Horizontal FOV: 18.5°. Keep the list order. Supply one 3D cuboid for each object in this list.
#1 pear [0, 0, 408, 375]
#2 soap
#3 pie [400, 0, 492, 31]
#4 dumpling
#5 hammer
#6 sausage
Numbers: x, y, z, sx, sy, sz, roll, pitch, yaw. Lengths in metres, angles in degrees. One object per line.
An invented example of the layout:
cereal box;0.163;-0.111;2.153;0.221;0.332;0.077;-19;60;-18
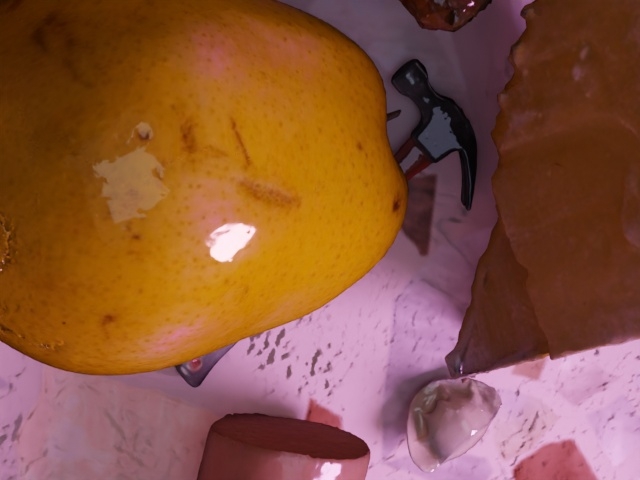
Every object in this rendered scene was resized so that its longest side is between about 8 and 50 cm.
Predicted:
pear;-0.112;-0.045;1.336;0.336;0.285;0.284;11;100;-42
soap;0.171;-0.093;1.364;0.169;0.304;0.338;-15;88;-48
pie;0.053;-0.397;1.333;0.395;0.180;0.418;35;82;-17
dumpling;0.097;0.134;1.491;0.059;0.043;0.077;44;108;5
hammer;0.000;0.000;1.459;0.288;0.033;0.111;-42;101;2
sausage;-0.049;0.259;1.452;0.123;0.123;0.252;11;98;-9
